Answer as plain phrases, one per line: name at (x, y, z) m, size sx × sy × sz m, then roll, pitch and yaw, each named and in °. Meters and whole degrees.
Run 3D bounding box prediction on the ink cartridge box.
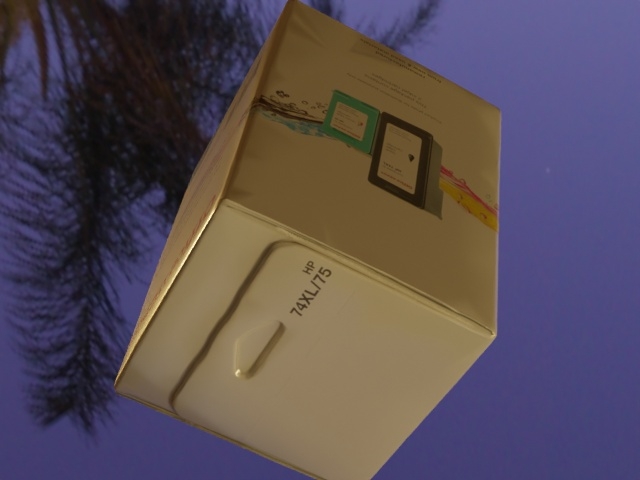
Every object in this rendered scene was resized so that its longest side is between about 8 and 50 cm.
ink cartridge box at (0.000, 0.000, 0.838) m, size 0.197 × 0.198 × 0.270 m, roll 26°, pitch -142°, yaw -11°
